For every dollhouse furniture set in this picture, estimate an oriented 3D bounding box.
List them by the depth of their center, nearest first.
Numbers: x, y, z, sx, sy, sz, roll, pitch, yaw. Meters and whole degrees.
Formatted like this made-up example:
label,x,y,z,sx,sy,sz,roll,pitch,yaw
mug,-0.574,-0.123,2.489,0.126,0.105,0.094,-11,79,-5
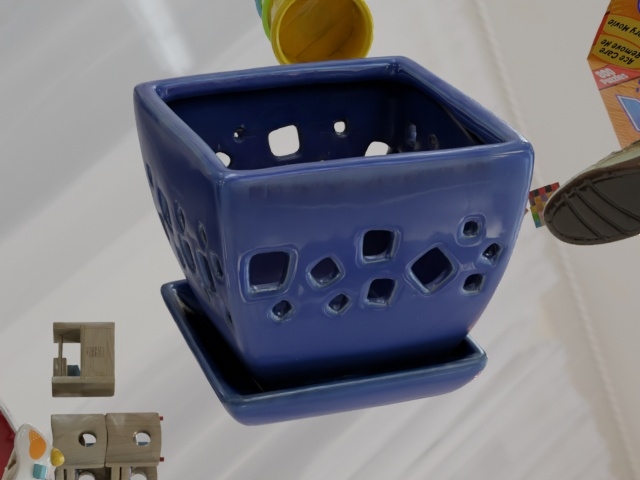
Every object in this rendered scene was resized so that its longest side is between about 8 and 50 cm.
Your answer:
label,x,y,z,sx,sy,sz,roll,pitch,yaw
dollhouse furniture set,-0.255,0.208,1.750,0.129,0.128,0.184,104,-16,-56

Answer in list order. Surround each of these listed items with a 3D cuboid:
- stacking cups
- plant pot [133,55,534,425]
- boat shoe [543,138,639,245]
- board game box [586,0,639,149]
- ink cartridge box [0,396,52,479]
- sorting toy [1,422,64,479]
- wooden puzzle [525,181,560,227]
label,x,y,z,sx,sy,sz,roll,pitch,yaw
stacking cups,-0.030,-0.252,1.427,0.096,0.096,0.316,59,4,-30
plant pot,0.000,0.000,1.094,0.236,0.235,0.212,-132,-141,-59
boat shoe,0.265,-0.056,1.162,0.190,0.072,0.068,-24,-67,31
board game box,0.614,-0.264,1.957,0.356,0.356,0.356,18,-16,28
ink cartridge box,-0.436,0.185,1.659,0.309,0.130,0.272,59,-14,-8
sorting toy,-0.251,0.208,1.210,0.044,0.075,0.083,26,-56,-1
wooden puzzle,0.293,-0.045,1.897,0.083,0.006,0.049,-20,-96,38
